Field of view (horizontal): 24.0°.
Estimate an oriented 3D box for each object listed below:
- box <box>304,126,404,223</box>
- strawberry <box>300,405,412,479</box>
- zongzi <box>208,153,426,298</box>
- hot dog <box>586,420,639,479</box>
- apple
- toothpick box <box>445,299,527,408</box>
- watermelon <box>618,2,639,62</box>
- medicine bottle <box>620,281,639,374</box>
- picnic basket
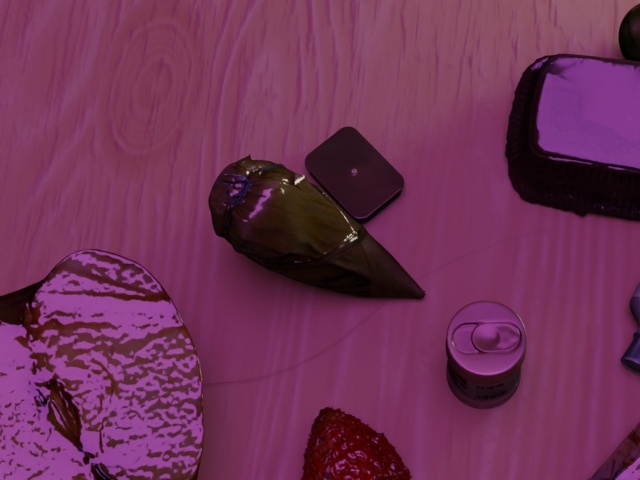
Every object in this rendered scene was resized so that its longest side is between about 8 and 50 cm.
[{"bbox_3d":[0.046,-0.088,2.043,0.091,0.031,0.126,-40,70,-12],"label":"box"},{"bbox_3d":[0.040,0.283,1.852,0.140,0.085,0.192,8,56,11],"label":"strawberry"},{"bbox_3d":[0.000,0.000,1.897,0.274,0.251,0.125,27,87,12],"label":"zongzi"},{"bbox_3d":[0.420,0.286,1.847,0.252,0.069,0.131,-41,80,-9],"label":"hot dog"},{"bbox_3d":[-0.314,0.206,1.818,0.329,0.295,0.365,-41,71,29],"label":"apple"},{"bbox_3d":[0.205,0.144,1.873,0.098,0.149,0.098,-2,68,4],"label":"toothpick box"},{"bbox_3d":[0.458,-0.283,2.060,0.109,0.109,0.109,-1,68,4],"label":"watermelon"},{"bbox_3d":[0.451,0.076,1.934,0.090,0.054,0.208,27,73,14],"label":"medicine bottle"},{"bbox_3d":[0.393,-0.145,1.973,0.296,0.129,0.223,9,81,9],"label":"picnic basket"}]
